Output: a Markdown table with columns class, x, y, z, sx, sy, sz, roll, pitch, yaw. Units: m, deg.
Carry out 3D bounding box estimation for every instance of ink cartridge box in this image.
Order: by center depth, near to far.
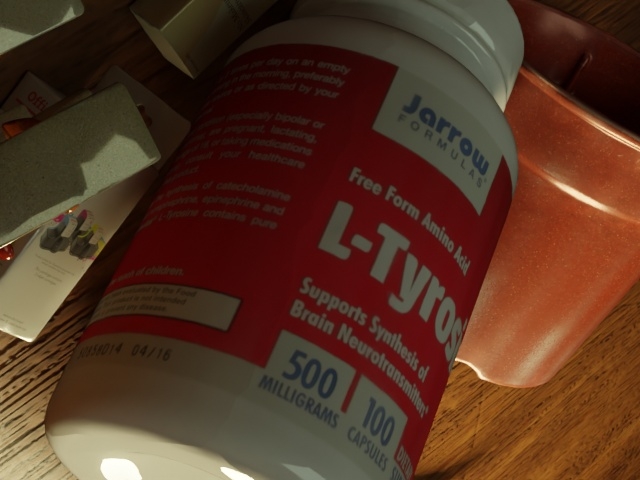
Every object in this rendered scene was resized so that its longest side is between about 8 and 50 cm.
| class | x | y | z | sx | sy | sz | roll | pitch | yaw |
| --- | --- | --- | --- | --- | --- | --- | --- | --- | --- |
| ink cartridge box | -0.182 | -0.038 | 0.888 | 0.181 | 0.104 | 0.061 | -53 | 143 | 1 |

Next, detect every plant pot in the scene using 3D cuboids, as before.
| class | x | y | z | sx | sy | sz | roll | pitch | yaw |
| --- | --- | --- | --- | --- | --- | --- | --- | --- | --- |
| plant pot | 0.186 | -0.034 | 1.166 | 0.272 | 0.272 | 0.265 | 1 | 128 | -47 |

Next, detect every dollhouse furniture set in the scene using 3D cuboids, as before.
| class | x | y | z | sx | sy | sz | roll | pitch | yaw |
| --- | --- | --- | --- | --- | --- | --- | --- | --- | --- |
| dollhouse furniture set | -0.229 | -0.105 | 0.688 | 0.135 | 0.262 | 0.259 | -32 | 106 | -21 |

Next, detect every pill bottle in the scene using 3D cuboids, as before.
| class | x | y | z | sx | sy | sz | roll | pitch | yaw |
| --- | --- | --- | --- | --- | --- | --- | --- | --- | --- |
| pill bottle | 0.000 | 0.000 | 0.908 | 0.407 | 0.229 | 0.229 | -67 | 151 | -28 |

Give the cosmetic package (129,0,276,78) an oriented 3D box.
| class | x | y | z | sx | sy | sz | roll | pitch | yaw |
| --- | --- | --- | --- | --- | --- | --- | --- | --- | --- |
| cosmetic package | -0.071 | -0.176 | 0.939 | 0.115 | 0.041 | 0.060 | -46 | 143 | -7 |
